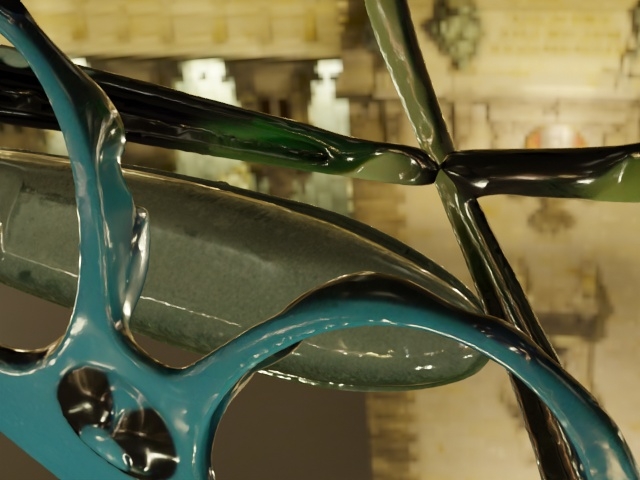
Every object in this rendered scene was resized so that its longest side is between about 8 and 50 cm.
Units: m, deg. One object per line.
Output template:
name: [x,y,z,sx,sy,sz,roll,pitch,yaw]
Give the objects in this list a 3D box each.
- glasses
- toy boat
glasses: [0.003,-0.020,0.400,0.239,0.102,0.207,31,-118,15]
toy boat: [-0.046,0.013,0.705,0.260,0.078,0.085,14,180,18]
